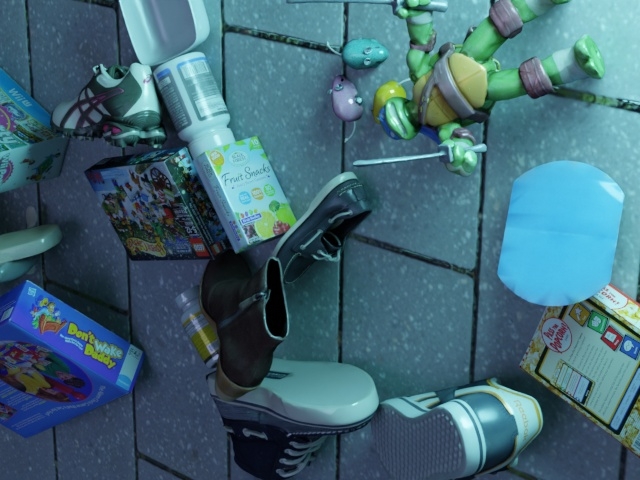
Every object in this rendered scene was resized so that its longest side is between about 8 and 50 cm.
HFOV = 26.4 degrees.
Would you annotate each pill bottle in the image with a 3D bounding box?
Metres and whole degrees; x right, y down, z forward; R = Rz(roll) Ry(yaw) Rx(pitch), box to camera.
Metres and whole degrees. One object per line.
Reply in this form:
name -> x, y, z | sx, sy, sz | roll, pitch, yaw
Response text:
pill bottle -> -0.173, -0.185, 1.896 | 0.078, 0.078, 0.137 | -24, 88, 45
pill bottle -> -0.166, 0.126, 2.012 | 0.065, 0.065, 0.116 | -42, 75, 43

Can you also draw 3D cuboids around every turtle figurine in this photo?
turtle figurine -> 0.152, -0.184, 1.480 | 0.266, 0.274, 0.198 | -27, 52, 23

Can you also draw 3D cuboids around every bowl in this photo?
bowl -> -0.212, -0.324, 1.900 | 0.142, 0.053, 0.142 | -15, 95, 46

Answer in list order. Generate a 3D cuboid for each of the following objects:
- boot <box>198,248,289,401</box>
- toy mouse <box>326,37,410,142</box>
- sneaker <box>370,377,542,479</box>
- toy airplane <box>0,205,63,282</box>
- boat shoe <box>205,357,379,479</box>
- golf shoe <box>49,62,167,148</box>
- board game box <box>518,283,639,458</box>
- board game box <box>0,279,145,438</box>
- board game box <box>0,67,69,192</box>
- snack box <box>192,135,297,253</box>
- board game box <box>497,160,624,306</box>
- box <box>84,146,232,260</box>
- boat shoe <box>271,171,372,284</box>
boot -> -0.091, 0.077, 1.842 | 0.207, 0.090, 0.248 | 126, 147, -48
toy mouse -> 0.043, -0.201, 1.719 | 0.143, 0.031, 0.161 | 51, 133, 18
sneaker -> 0.169, 0.245, 1.711 | 0.321, 0.127, 0.126 | 160, 96, -70
toy airplane -> -0.653, 0.045, 2.246 | 0.386, 0.384, 0.272 | 28, 154, 39
boat shoe -> -0.024, 0.259, 1.888 | 0.340, 0.127, 0.158 | 5, 115, 56
golf shoe -> -0.308, -0.201, 1.999 | 0.272, 0.105, 0.120 | 10, 102, 51
board game box -> 0.335, 0.140, 1.557 | 0.193, 0.045, 0.147 | 38, 128, 28
board game box -> -0.482, 0.204, 2.237 | 0.233, 0.078, 0.347 | 36, 141, -25
board game box -> -0.585, -0.162, 2.133 | 0.224, 0.303, 0.098 | 41, 129, 24
snack box -> -0.101, -0.063, 1.856 | 0.037, 0.100, 0.141 | -30, 83, 45
board game box -> 0.277, -0.005, 1.546 | 0.133, 0.033, 0.169 | 6, 80, 29
box -> -0.237, -0.049, 1.979 | 0.233, 0.044, 0.159 | -2, 118, 52
boat shoe -> 0.000, 0.000, 1.804 | 0.065, 0.075, 0.206 | 52, 128, 21
